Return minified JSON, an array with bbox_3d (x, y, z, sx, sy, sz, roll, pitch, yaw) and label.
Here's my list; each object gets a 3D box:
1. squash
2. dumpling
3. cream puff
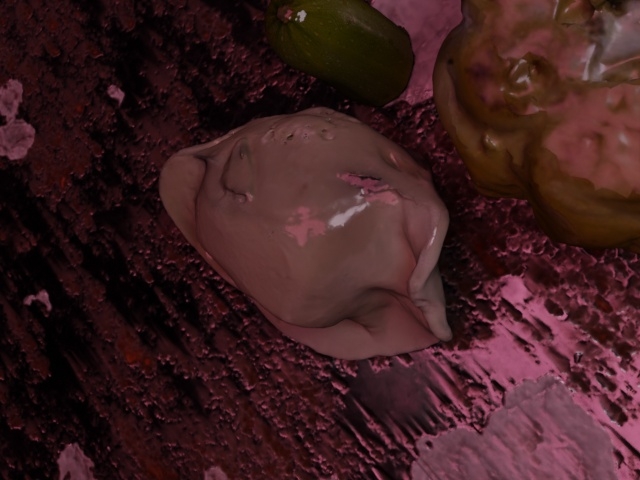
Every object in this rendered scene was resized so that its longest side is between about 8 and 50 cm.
[{"bbox_3d":[0.011,-0.193,0.744,0.095,0.188,0.095,-3,83,29],"label":"squash"},{"bbox_3d":[0.000,0.000,0.771,0.318,0.187,0.243,12,130,35],"label":"dumpling"},{"bbox_3d":[0.252,-0.149,0.578,0.290,0.257,0.325,10,92,24],"label":"cream puff"}]
